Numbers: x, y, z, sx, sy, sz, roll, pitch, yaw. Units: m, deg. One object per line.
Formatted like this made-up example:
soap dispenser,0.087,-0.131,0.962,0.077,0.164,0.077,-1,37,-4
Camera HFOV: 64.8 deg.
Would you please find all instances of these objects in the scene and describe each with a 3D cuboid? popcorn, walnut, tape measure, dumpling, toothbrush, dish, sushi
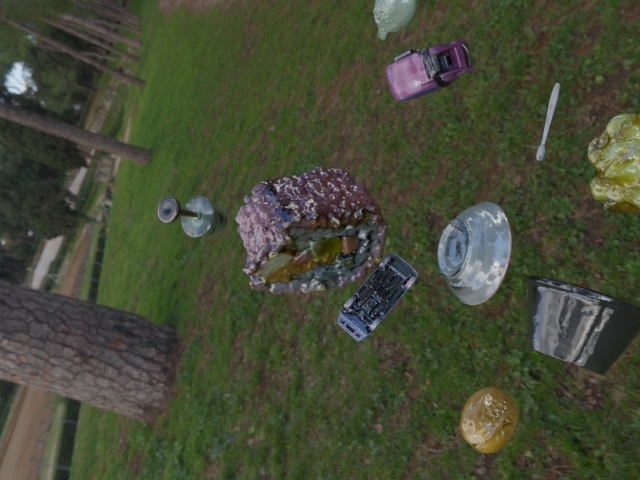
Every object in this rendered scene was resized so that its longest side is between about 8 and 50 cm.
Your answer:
popcorn,0.889,-0.227,1.333,0.321,0.290,0.326,-34,-15,-22
walnut,0.512,0.539,1.527,0.206,0.159,0.159,-43,16,-26
tape measure,0.171,-0.276,0.821,0.118,0.125,0.074,-9,103,49
dumpling,0.181,-0.607,1.259,0.219,0.108,0.153,133,128,-57
toothbrush,0.792,-0.417,1.750,0.025,0.029,0.307,14,76,21
dish,0.356,0.025,1.248,0.260,0.085,0.260,-169,90,-74
sushi,-0.024,-0.012,0.938,0.237,0.270,0.171,102,152,-44

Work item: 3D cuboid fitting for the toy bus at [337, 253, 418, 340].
toy bus,0.105,0.104,0.938,0.167,0.073,0.076,-44,-13,-26

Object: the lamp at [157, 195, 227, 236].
lamp,-0.364,-0.071,1.442,0.121,0.214,0.121,-3,84,27

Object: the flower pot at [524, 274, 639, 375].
flower pot,0.560,0.191,1.111,0.269,0.269,0.166,21,89,63
